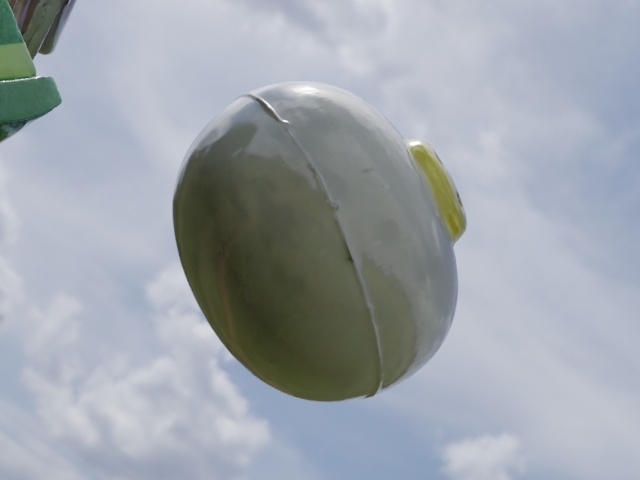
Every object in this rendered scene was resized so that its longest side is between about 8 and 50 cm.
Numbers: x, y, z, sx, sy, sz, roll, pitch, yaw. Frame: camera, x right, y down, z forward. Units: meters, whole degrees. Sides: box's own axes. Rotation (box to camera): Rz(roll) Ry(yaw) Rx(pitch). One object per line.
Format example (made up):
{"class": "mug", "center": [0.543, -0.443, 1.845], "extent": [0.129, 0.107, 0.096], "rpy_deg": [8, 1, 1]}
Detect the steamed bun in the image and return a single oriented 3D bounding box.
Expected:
{"class": "steamed bun", "center": [-0.006, 0.002, 1.862], "extent": [0.373, 0.334, 0.334], "rpy_deg": [68, -23, 5]}

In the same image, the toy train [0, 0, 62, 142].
{"class": "toy train", "center": [-0.343, -0.122, 1.219], "extent": [0.301, 0.120, 0.202], "rpy_deg": [-27, -98, 35]}

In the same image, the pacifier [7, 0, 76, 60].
{"class": "pacifier", "center": [-0.361, -0.316, 1.810], "extent": [0.273, 0.332, 0.220], "rpy_deg": [28, 13, 7]}
